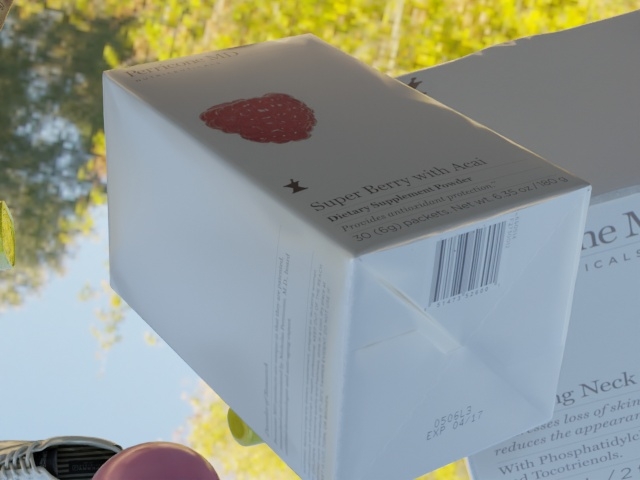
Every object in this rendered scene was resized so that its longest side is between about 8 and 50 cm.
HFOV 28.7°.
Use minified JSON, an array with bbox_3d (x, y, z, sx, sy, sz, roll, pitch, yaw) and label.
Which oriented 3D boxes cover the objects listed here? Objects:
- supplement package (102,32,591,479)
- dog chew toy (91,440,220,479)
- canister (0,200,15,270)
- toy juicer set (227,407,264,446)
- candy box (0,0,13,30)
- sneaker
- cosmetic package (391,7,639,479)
[{"bbox_3d":[0.000,0.000,0.812,0.178,0.175,0.293,-17,-146,-31],"label":"supplement package"},{"bbox_3d":[-0.104,0.300,1.048,0.207,0.206,0.332,4,-146,-35],"label":"dog chew toy"},{"bbox_3d":[-0.484,-0.002,1.597,0.170,0.073,0.126,-3,165,-6],"label":"canister"},{"bbox_3d":[0.018,0.194,1.374,0.090,0.209,0.329,-16,-149,-34],"label":"toy juicer set"},{"bbox_3d":[-0.304,-0.217,0.684,0.088,0.182,0.316,-4,149,34],"label":"candy box"},{"bbox_3d":[-0.371,0.285,1.585,0.258,0.094,0.091,-6,155,-16],"label":"sneaker"},{"bbox_3d":[0.262,0.027,1.310,0.330,0.393,0.327,-16,-146,3],"label":"cosmetic package"}]
